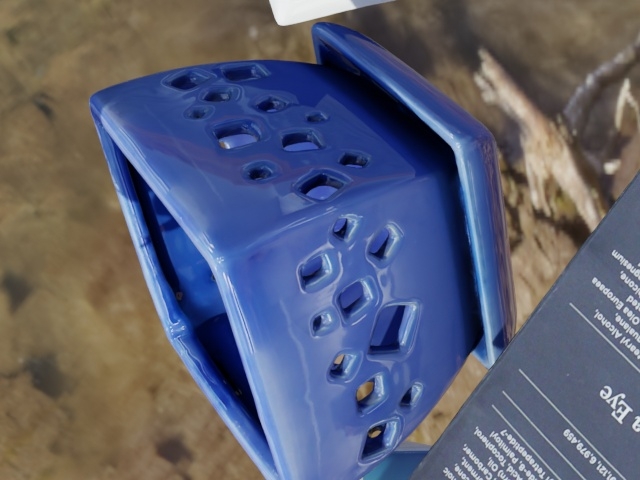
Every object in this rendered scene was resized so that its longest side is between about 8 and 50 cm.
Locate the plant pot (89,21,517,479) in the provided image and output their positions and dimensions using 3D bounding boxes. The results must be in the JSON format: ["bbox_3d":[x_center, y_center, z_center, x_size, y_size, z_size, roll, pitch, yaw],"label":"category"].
[{"bbox_3d":[0.000,0.000,0.921,0.212,0.236,0.236,-26,39,-16],"label":"plant pot"}]

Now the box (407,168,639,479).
[{"bbox_3d":[0.254,0.120,0.810,0.179,0.343,0.312,46,113,33],"label":"box"}]

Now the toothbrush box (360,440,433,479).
[{"bbox_3d":[0.048,0.406,1.706,0.126,0.216,0.296,0,86,49],"label":"toothbrush box"}]

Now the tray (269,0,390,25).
[{"bbox_3d":[-0.013,-0.329,1.171,0.145,0.030,0.270,-10,108,20],"label":"tray"}]
